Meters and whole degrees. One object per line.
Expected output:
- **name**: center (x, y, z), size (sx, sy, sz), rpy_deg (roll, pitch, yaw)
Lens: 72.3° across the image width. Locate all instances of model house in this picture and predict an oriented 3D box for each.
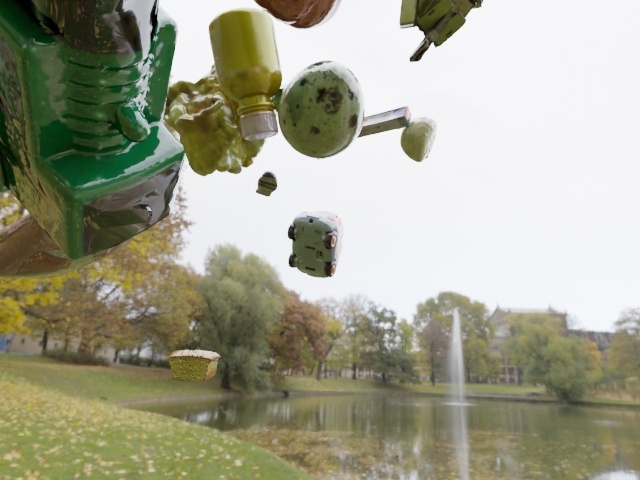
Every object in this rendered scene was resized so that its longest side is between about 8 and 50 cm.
- **model house**: center (0.336, -0.712, 1.423), size (0.205, 0.278, 0.218), rpy_deg (31, 11, -25)

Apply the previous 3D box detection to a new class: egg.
- **egg**: center (0.004, -0.264, 0.881), size (0.177, 0.176, 0.228), rpy_deg (5, -19, -8)

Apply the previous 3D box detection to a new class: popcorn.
- **popcorn**: center (-0.308, -0.388, 1.385), size (0.334, 0.292, 0.293), rpy_deg (-32, -27, -24)

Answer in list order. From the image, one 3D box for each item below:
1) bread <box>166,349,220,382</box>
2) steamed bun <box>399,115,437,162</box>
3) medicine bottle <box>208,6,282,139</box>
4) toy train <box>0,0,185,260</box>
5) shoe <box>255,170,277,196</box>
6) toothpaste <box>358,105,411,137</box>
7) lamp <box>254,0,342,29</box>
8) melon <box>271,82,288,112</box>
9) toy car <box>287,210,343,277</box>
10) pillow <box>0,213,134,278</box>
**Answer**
- **bread**: center (-0.445, 0.437, 1.534), size (0.188, 0.103, 0.065), rpy_deg (2, 8, 10)
- **steamed bun**: center (0.277, -0.297, 1.270), size (0.091, 0.112, 0.129), rpy_deg (22, -53, 23)
- **medicine bottle**: center (-0.129, -0.298, 0.810), size (0.122, 0.212, 0.122), rpy_deg (-10, 3, 1)
- **toy train**: center (-0.228, -0.152, 0.375), size (0.178, 0.249, 0.429), rpy_deg (-36, -10, -40)
- **shoe**: center (-0.173, -0.194, 1.433), size (0.064, 0.071, 0.143), rpy_deg (14, -18, -14)
- **toothpaste**: center (0.167, -0.341, 1.276), size (0.196, 0.047, 0.040), rpy_deg (-4, -35, 37)
- **lamp**: center (-0.069, -0.683, 1.088), size (0.306, 0.305, 0.239), rpy_deg (16, -47, -37)
- **melon**: center (-0.063, -0.439, 1.347), size (0.064, 0.209, 0.117), rpy_deg (-1, -60, 42)
- **toy car**: center (0.000, 0.000, 1.672), size (0.181, 0.212, 0.270), rpy_deg (13, -57, 22)
- **pillow**: center (-0.514, 0.017, 0.825), size (0.223, 0.084, 0.236), rpy_deg (-25, -11, 12)
